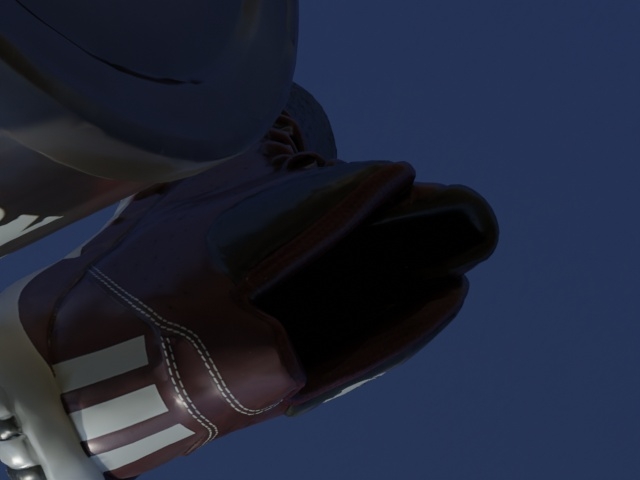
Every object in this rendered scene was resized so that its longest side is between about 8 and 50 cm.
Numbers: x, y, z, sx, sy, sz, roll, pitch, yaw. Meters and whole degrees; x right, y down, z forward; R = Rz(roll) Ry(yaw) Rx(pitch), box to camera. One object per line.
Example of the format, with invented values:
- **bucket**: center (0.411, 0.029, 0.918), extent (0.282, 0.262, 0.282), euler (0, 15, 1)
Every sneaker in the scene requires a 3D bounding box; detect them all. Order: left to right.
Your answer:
- **sneaker**: center (0.000, 0.000, 0.728), extent (0.106, 0.162, 0.281), euler (63, -153, -18)

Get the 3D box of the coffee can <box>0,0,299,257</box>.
- **coffee can**: center (-0.172, -0.056, 0.438), extent (0.275, 0.201, 0.201), euler (-25, -109, 23)
